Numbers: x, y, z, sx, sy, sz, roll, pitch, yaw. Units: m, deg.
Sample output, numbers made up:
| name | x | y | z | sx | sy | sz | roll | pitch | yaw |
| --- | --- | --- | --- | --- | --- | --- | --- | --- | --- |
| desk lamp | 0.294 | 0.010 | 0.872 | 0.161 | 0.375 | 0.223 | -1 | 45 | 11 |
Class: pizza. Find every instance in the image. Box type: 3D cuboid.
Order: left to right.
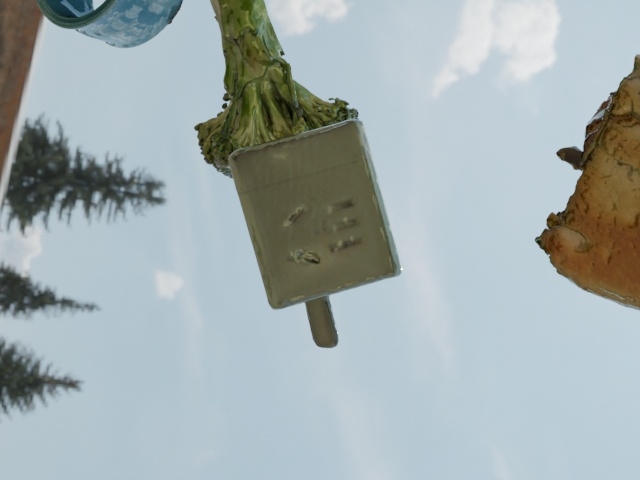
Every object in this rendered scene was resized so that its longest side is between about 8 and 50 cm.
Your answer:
| name | x | y | z | sx | sy | sz | roll | pitch | yaw |
| --- | --- | --- | --- | --- | --- | --- | --- | --- | --- |
| pizza | 0.304 | -0.049 | 0.775 | 0.289 | 0.081 | 0.228 | -12 | -84 | 54 |

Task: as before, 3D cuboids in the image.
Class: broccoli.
| name | x | y | z | sx | sy | sz | roll | pitch | yaw |
| --- | --- | --- | --- | --- | --- | --- | --- | --- | --- |
| broccoli | -0.083 | -0.251 | 1.283 | 0.361 | 0.221 | 0.252 | 84 | -18 | -49 |

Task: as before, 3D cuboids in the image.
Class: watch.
| name | x | y | z | sx | sy | sz | roll | pitch | yaw |
| --- | --- | --- | --- | --- | --- | --- | --- | --- | --- |
| watch | -0.230 | -0.325 | 1.036 | 0.211 | 0.211 | 0.193 | -10 | -103 | 60 |

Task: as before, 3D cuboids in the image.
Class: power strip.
| name | x | y | z | sx | sy | sz | roll | pitch | yaw |
| --- | --- | --- | --- | --- | --- | --- | --- | --- | --- |
| power strip | 0.000 | 0.000 | 0.953 | 0.139 | 0.140 | 0.224 | -154 | -132 | -84 |
